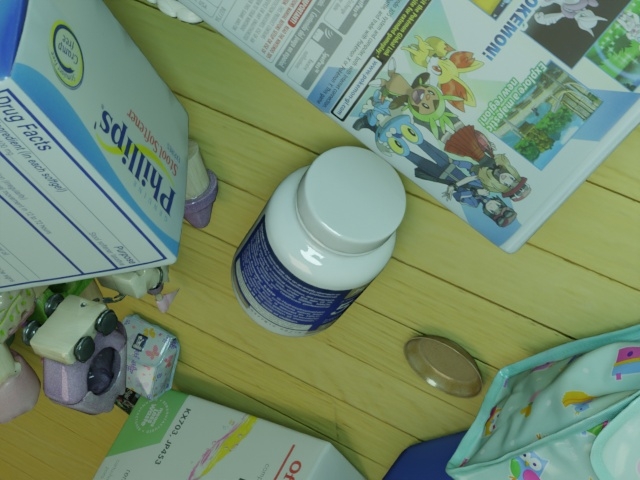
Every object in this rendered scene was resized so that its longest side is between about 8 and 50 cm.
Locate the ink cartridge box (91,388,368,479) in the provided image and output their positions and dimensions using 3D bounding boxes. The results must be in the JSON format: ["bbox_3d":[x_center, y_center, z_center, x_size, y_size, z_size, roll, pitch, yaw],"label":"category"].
[{"bbox_3d":[-0.091,0.311,1.565,0.354,0.207,0.119,12,154,35],"label":"ink cartridge box"}]

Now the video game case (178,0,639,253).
[{"bbox_3d":[0.085,-0.181,0.784,0.300,0.036,0.329,38,132,0],"label":"video game case"}]

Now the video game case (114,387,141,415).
[{"bbox_3d":[-0.273,0.144,1.729,0.173,0.022,0.190,37,150,1],"label":"video game case"}]

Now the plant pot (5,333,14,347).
[{"bbox_3d":[-0.536,0.145,1.832,0.293,0.196,0.293,26,148,18],"label":"plant pot"}]

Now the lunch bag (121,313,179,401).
[{"bbox_3d":[-0.207,0.134,1.603,0.071,0.053,0.083,25,116,19],"label":"lunch bag"}]

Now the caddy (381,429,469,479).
[{"bbox_3d":[0.158,0.330,1.362,0.241,0.179,0.341,44,148,-10],"label":"caddy"}]

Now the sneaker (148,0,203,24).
[{"bbox_3d":[-0.109,-0.235,0.945,0.279,0.107,0.118,21,142,25],"label":"sneaker"}]

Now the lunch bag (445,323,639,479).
[{"bbox_3d":[0.269,0.182,1.072,0.223,0.160,0.262,48,138,-12],"label":"lunch bag"}]

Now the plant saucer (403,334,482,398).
[{"bbox_3d":[0.116,0.114,1.275,0.083,0.015,0.083,26,149,17],"label":"plant saucer"}]

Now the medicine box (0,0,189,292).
[{"bbox_3d":[-0.285,-0.081,1.052,0.289,0.149,0.263,-10,149,17],"label":"medicine box"}]

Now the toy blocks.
[{"bbox_3d":[-0.232,0.059,1.307,0.309,0.288,0.260,15,140,29],"label":"toy blocks"}]

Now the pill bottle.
[{"bbox_3d":[0.000,0.000,1.143,0.112,0.112,0.186,37,151,0],"label":"pill bottle"}]
